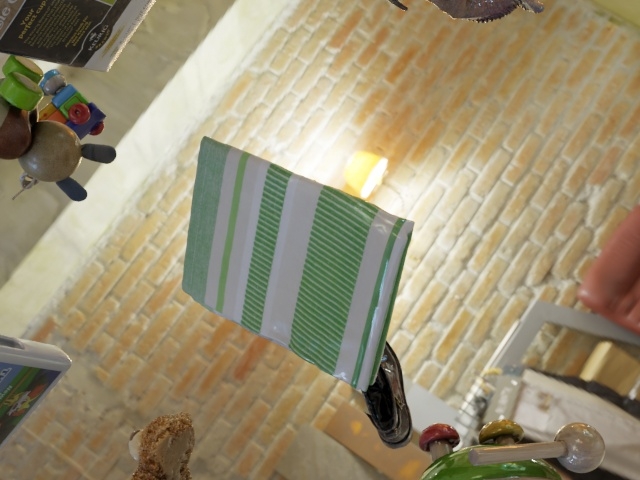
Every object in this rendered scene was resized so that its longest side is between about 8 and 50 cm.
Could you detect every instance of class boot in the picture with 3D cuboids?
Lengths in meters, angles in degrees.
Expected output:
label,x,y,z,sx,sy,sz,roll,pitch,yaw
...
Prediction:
label,x,y,z,sx,sy,sz,roll,pitch,yaw
boot,0.100,0.238,1.300,0.091,0.263,0.229,-22,-29,2

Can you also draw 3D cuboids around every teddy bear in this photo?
label,x,y,z,sx,sy,sz,roll,pitch,yaw
teddy bear,-0.332,0.492,1.426,0.245,0.113,0.338,-31,-50,-50

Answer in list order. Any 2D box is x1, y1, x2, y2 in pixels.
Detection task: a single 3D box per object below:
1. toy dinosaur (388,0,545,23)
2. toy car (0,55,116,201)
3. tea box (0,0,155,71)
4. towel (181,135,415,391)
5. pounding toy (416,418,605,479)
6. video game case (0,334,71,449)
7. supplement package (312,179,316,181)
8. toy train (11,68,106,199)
label,x,y,z,sx,sy,sz,roll,pitch,yaw
toy dinosaur,0.125,-0.300,0.784,0.127,0.296,0.200,-21,-26,-44
toy car,-0.393,-0.138,1.049,0.155,0.188,0.149,-49,34,14
tea box,-0.322,-0.410,0.894,0.329,0.220,0.323,-51,-3,12
towel,-0.045,0.027,0.973,0.038,0.325,0.248,-21,-51,-54
pounding toy,0.192,0.248,0.857,0.237,0.183,0.110,115,154,-48
video game case,-0.402,0.205,0.619,0.329,0.036,0.300,-50,-20,-3
supplement package,-0.046,-0.016,1.680,0.244,0.134,0.139,-103,-3,-61
toy train,-0.563,-0.215,1.464,0.248,0.143,0.105,-42,-7,-3
